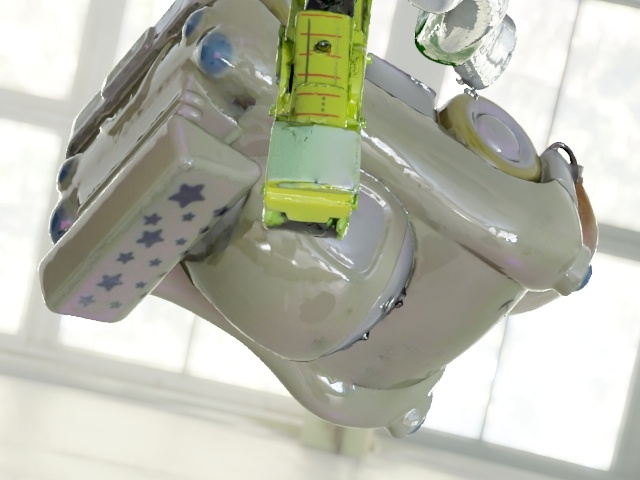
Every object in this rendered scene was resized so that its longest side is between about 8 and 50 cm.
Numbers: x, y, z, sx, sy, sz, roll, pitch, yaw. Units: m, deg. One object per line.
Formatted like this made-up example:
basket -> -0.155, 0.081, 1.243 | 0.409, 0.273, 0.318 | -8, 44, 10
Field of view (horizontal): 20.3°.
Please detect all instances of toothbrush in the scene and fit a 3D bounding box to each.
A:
toothbrush -> 0.048, -0.073, 0.572 | 0.040, 0.042, 0.418 | 28, -175, 9

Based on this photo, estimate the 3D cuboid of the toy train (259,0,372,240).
toy train -> 0.003, -0.119, 0.896 | 0.053, 0.249, 0.085 | 5, 152, -3

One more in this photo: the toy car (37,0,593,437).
toy car -> 0.000, 0.000, 1.218 | 0.336, 0.242, 0.226 | 32, -147, -21

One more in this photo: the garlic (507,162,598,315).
garlic -> 0.158, 0.006, 1.616 | 0.198, 0.128, 0.090 | -18, 168, -12
